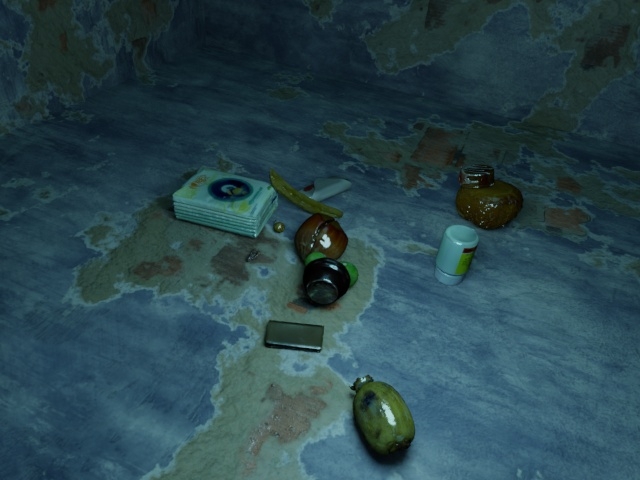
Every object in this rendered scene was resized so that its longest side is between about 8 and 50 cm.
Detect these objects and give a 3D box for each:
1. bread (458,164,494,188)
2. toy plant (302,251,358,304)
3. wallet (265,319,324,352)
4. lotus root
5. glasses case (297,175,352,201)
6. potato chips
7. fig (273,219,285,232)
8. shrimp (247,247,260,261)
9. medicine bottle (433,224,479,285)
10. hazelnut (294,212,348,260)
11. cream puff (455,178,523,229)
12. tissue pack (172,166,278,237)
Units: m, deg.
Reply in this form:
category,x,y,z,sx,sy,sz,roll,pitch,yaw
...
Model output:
category,x,y,z,sx,sy,sz,roll,pitch,yaw
bread,0.715,-0.296,2.140,0.160,0.073,0.160,-7,29,4
toy plant,0.034,0.136,1.762,0.218,0.175,0.235,26,30,-3
wallet,-0.088,0.329,1.615,0.197,0.031,0.110,6,40,0
lotus root,0.169,0.492,1.369,0.154,0.154,0.278,-10,37,-19
glasses case,0.014,-0.258,2.294,0.308,0.083,0.128,-27,50,-34
potato chips,-0.077,-0.190,2.128,0.406,0.080,0.057,30,42,-21
fig,-0.188,-0.065,2.067,0.050,0.050,0.083,-12,33,-21
shrimp,-0.271,0.059,1.919,0.038,0.029,0.092,11,36,8
medicine bottle,0.538,0.059,1.868,0.139,0.226,0.139,4,39,-3
hazelnut,0.000,-0.002,1.913,0.212,0.181,0.181,35,27,17
cream puff,0.781,-0.166,2.186,0.302,0.212,0.303,-2,34,1
tissue pack,-0.414,-0.175,2.081,0.387,0.162,0.287,14,37,9
